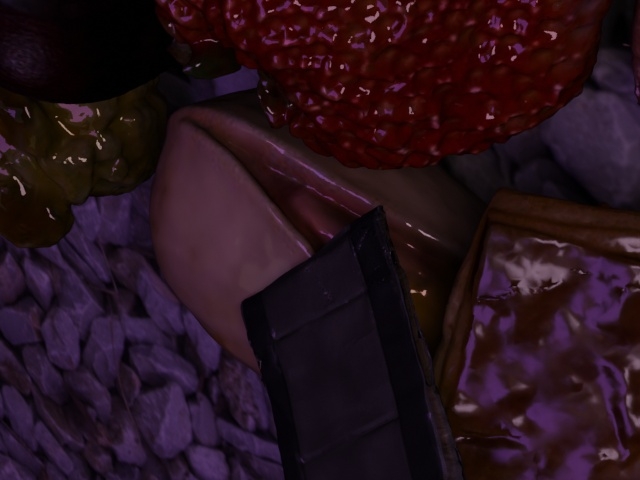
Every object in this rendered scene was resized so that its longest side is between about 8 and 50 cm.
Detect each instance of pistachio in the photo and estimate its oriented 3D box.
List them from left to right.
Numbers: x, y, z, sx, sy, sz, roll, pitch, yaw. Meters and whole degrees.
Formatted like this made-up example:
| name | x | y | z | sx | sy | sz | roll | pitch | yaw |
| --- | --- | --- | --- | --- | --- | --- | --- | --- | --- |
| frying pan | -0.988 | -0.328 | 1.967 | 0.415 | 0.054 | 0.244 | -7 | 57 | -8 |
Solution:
| name | x | y | z | sx | sy | sz | roll | pitch | yaw |
| --- | --- | --- | --- | --- | --- | --- | --- | --- | --- |
| pistachio | 0.000 | 0.000 | 1.451 | 0.309 | 0.230 | 0.230 | 37 | 134 | 31 |

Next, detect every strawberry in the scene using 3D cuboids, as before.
| name | x | y | z | sx | sy | sz | roll | pitch | yaw |
| --- | --- | --- | --- | --- | --- | --- | --- | --- | --- |
| strawberry | 0.065 | -0.212 | 1.257 | 0.312 | 0.267 | 0.351 | 43 | 136 | -12 |

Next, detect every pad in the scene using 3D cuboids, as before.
| name | x | y | z | sx | sy | sz | roll | pitch | yaw |
| --- | --- | --- | --- | --- | --- | --- | --- | --- | --- |
| pad | 0.020 | 0.115 | 1.287 | 0.174 | 0.022 | 0.233 | -36 | 62 | 44 |

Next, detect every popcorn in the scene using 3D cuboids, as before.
| name | x | y | z | sx | sy | sz | roll | pitch | yaw |
| --- | --- | --- | --- | --- | --- | --- | --- | --- | --- |
| popcorn | -0.271 | -0.111 | 1.666 | 0.237 | 0.251 | 0.206 | 54 | 146 | 16 |

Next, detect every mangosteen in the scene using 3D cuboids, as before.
| name | x | y | z | sx | sy | sz | roll | pitch | yaw |
| --- | --- | --- | --- | --- | --- | --- | --- | --- | --- |
| mangosteen | -0.178 | -0.242 | 1.463 | 0.293 | 0.297 | 0.297 | 47 | 138 | 20 |

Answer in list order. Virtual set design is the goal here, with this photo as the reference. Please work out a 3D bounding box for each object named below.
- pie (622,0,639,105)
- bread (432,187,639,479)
| name | x | y | z | sx | sy | sz | roll | pitch | yaw |
| --- | --- | --- | --- | --- | --- | --- | --- | --- | --- |
| pie | 0.282 | -0.122 | 1.205 | 0.182 | 0.049 | 0.182 | 14 | 117 | 29 |
| bread | 0.204 | 0.128 | 1.287 | 0.277 | 0.167 | 0.324 | 13 | 105 | 12 |
